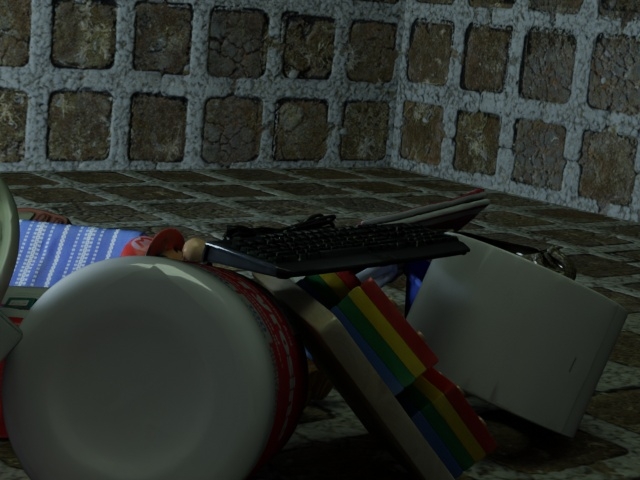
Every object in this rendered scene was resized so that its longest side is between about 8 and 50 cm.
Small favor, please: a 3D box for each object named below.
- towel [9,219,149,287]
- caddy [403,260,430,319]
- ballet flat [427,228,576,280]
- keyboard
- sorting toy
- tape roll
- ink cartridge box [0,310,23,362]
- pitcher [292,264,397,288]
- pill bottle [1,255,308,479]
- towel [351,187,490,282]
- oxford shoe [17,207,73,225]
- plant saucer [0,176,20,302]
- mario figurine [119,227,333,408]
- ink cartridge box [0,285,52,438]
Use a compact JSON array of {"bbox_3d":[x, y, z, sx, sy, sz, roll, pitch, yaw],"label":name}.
[{"bbox_3d":[-0.415,0.063,1.726,0.336,0.040,0.243,6,52,10],"label":"towel"},{"bbox_3d":[0.246,0.095,1.867,0.241,0.179,0.341,3,11,-8],"label":"caddy"},{"bbox_3d":[0.236,0.015,1.759,0.250,0.058,0.084,17,35,39],"label":"ballet flat"},{"bbox_3d":[0.000,0.000,1.405,0.201,0.033,0.317,11,11,41],"label":"keyboard"},{"bbox_3d":[0.062,0.131,1.376,0.089,0.255,0.257,-38,20,-7],"label":"sorting toy"},{"bbox_3d":[0.227,0.114,1.567,0.246,0.169,0.246,25,-2,1],"label":"tape roll"},{"bbox_3d":[-0.372,0.141,1.099,0.060,0.239,0.275,46,-15,-15],"label":"ink cartridge box"},{"bbox_3d":[0.008,0.091,1.813,0.125,0.178,0.207,51,28,20],"label":"pitcher"},{"bbox_3d":[-0.133,0.134,1.240,0.229,0.229,0.408,6,-2,6],"label":"pill bottle"},{"bbox_3d":[0.079,0.017,1.913,0.237,0.037,0.329,-15,-15,-31],"label":"towel"},{"bbox_3d":[-0.333,0.057,1.981,0.348,0.130,0.123,23,57,4],"label":"oxford shoe"},{"bbox_3d":[-0.526,0.028,1.399,0.400,0.100,0.400,-11,49,13],"label":"plant saucer"},{"bbox_3d":[-0.119,0.076,1.632,0.320,0.170,0.198,31,-11,19],"label":"mario figurine"},{"bbox_3d":[-0.343,0.140,1.464,0.078,0.134,0.231,4,11,-6],"label":"ink cartridge box"}]
